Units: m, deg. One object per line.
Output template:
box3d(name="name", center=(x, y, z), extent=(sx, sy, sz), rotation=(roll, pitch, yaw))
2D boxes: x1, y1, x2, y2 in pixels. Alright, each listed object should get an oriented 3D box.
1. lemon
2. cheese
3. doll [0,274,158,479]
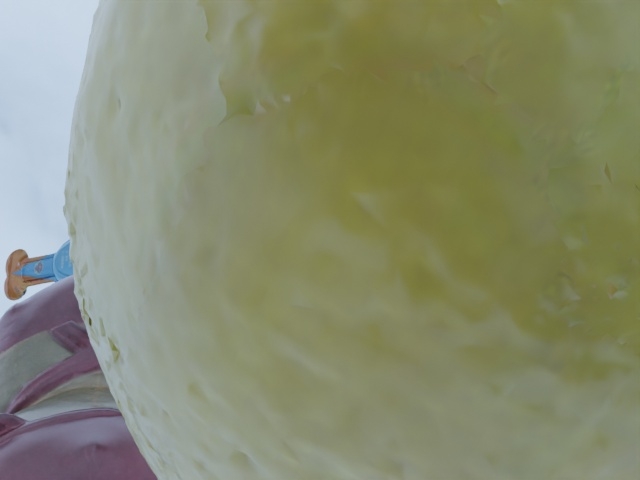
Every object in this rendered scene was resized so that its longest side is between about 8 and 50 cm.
box3d(name="lemon", center=(0.051, -0.018, 0.454), extent=(0.236, 0.263, 0.236), rotation=(-5, 60, 9))
box3d(name="cheese", center=(-0.178, 0.017, 1.269), extent=(0.111, 0.017, 0.047), rotation=(-10, 65, 32))
box3d(name="doll", center=(-0.123, 0.127, 0.946), extent=(0.196, 0.152, 0.256), rotation=(-23, 23, 7))
